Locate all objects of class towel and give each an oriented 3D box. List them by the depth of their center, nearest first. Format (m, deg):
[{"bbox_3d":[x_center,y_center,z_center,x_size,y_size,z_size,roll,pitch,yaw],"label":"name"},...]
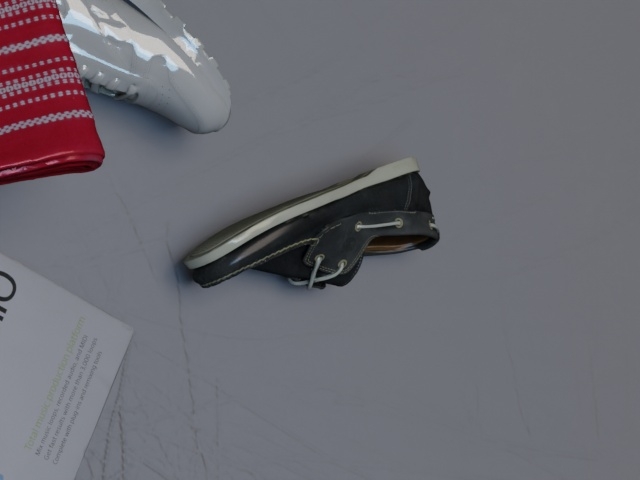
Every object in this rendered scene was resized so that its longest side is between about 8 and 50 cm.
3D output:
[{"bbox_3d":[-0.267,-0.150,1.204,0.199,0.031,0.274,-12,70,-23],"label":"towel"}]

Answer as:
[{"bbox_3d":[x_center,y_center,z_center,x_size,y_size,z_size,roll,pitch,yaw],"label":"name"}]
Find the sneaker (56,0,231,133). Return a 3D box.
[{"bbox_3d":[-0.167,-0.145,1.326,0.235,0.090,0.095,40,67,-14],"label":"sneaker"}]

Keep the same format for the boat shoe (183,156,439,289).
[{"bbox_3d":[0.000,0.000,1.408,0.233,0.084,0.079,-19,91,-40],"label":"boat shoe"}]

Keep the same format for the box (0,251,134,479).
[{"bbox_3d":[-0.297,0.086,1.189,0.322,0.058,0.232,31,63,-25],"label":"box"}]
